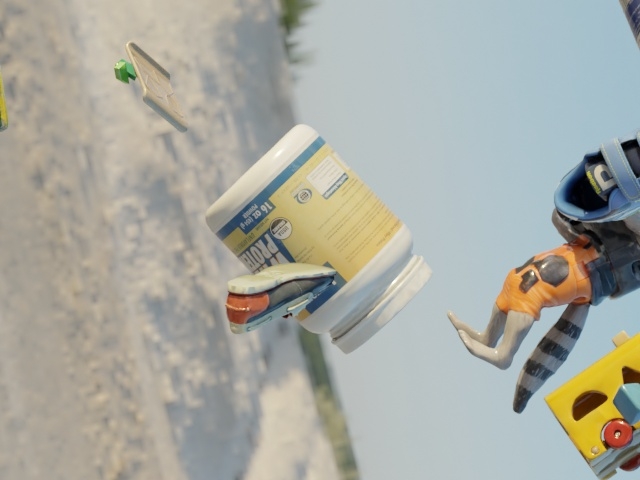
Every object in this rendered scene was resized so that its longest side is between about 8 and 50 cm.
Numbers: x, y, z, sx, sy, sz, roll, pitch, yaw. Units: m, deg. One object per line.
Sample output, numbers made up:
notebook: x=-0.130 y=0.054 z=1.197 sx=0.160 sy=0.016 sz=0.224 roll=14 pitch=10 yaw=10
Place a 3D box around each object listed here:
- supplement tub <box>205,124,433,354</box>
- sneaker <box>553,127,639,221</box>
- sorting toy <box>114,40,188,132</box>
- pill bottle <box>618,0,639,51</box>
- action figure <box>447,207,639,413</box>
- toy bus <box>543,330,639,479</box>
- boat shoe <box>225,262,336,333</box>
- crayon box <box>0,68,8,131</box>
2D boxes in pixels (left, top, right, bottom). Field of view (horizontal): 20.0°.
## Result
supplement tub: x=0.000 y=0.000 z=1.802 sx=0.199 sy=0.144 sz=0.144 roll=46 pitch=0 yaw=-3
sneaker: x=0.213 y=-0.049 z=1.205 sx=0.144 sy=0.059 sz=0.053 roll=-38 pitch=-114 yaw=46
sorting toy: x=-0.132 y=-0.120 z=1.363 sx=0.083 sy=0.012 sz=0.062 roll=39 pitch=24 yaw=-49
pill bottle: x=0.255 y=-0.146 z=1.275 sx=0.067 sy=0.067 sz=0.120 roll=78 pitch=-4 yaw=-63
action figure: x=0.304 y=0.031 z=2.036 sx=0.178 sy=0.330 sz=0.341 roll=56 pitch=3 yaw=10
toy bus: x=0.314 y=0.139 z=1.755 sx=0.104 sy=0.202 sz=0.191 roll=56 pitch=-45 yaw=26
boat shoe: x=-0.034 y=0.047 z=1.563 sx=0.137 sy=0.049 sz=0.043 roll=-16 pitch=108 yaw=-54
crayon box: x=-0.373 y=-0.271 z=1.653 sx=0.313 sy=0.106 sz=0.362 roll=-166 pitch=-113 yaw=-75
